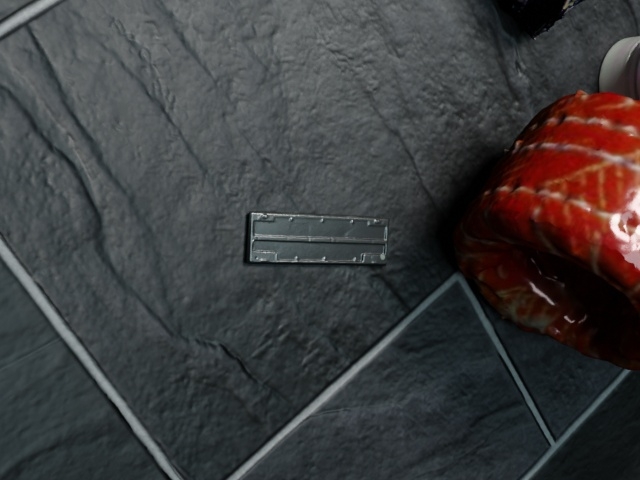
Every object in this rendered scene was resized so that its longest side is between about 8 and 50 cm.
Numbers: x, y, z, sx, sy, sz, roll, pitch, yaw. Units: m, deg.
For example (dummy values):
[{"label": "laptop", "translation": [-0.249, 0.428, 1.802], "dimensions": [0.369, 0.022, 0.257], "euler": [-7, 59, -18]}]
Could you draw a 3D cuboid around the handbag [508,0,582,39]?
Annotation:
[{"label": "handbag", "translation": [0.343, -0.384, 1.265], "dimensions": [0.208, 0.228, 0.127], "euler": [-40, 78, -21]}]

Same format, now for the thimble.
[{"label": "thimble", "translation": [0.357, -0.008, 1.226], "dimensions": [0.350, 0.350, 0.230], "euler": [43, 71, -26]}]

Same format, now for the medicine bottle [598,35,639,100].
[{"label": "medicine bottle", "translation": [0.535, -0.226, 1.326], "dimensions": [0.170, 0.293, 0.170], "euler": [-4, 98, -28]}]

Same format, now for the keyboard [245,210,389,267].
[{"label": "keyboard", "translation": [0.000, 0.000, 1.202], "dimensions": [0.202, 0.011, 0.067], "euler": [2, 92, -30]}]
